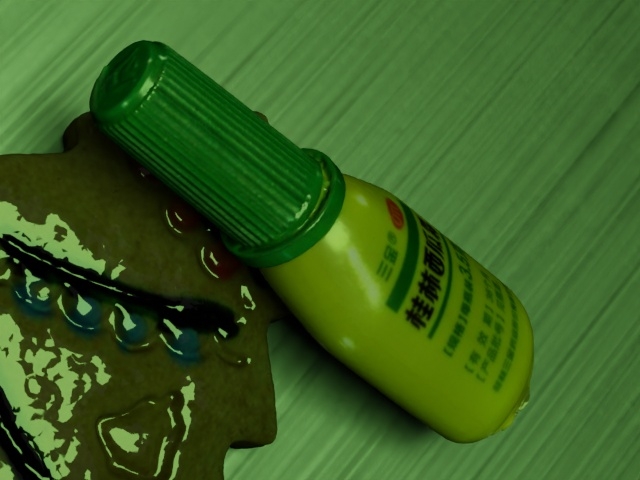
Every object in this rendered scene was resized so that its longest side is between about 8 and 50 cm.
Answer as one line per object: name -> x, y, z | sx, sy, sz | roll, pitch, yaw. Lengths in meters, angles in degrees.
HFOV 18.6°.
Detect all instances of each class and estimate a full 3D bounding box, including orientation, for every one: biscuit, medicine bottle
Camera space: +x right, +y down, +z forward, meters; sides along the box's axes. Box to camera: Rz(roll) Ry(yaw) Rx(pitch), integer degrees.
biscuit -> -0.117, 0.038, 1.042 | 0.278, 0.043, 0.301 | 38, 67, -16
medicine bottle -> 0.000, 0.000, 1.053 | 0.309, 0.076, 0.111 | 37, 40, -31
